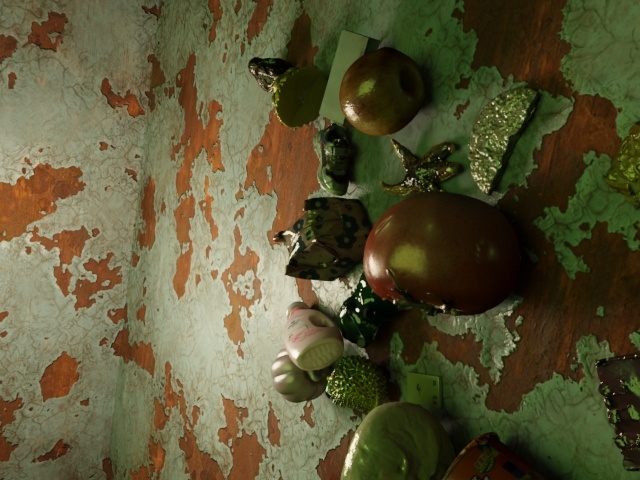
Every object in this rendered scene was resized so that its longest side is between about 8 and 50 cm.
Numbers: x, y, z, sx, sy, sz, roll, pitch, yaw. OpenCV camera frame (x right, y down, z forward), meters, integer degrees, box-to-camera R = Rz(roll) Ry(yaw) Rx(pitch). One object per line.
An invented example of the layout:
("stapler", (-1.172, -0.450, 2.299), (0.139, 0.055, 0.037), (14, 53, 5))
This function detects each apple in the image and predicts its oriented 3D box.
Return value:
("apple", (0.155, -0.370, 1.588), (0.188, 0.211, 0.211), (-12, 80, 50))

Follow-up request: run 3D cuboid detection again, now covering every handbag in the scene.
("handbag", (0.000, 0.000, 1.800), (0.251, 0.193, 0.190), (-45, 52, 42))
("handbag", (0.604, 0.292, 1.106), (0.216, 0.074, 0.203), (-31, 65, 50))

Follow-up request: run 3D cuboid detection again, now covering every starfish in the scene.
("starfish", (0.249, -0.174, 1.588), (0.238, 0.071, 0.216), (-30, 61, 38))

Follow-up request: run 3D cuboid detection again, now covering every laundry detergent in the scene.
("laundry detergent", (-0.035, 0.264, 1.841), (0.335, 0.159, 0.087), (-130, 21, -71))

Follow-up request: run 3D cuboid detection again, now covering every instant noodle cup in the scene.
("instant noodle cup", (0.373, 0.546, 1.282), (0.192, 0.250, 0.250), (25, 110, 40))

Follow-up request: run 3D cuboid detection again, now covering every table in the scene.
("table", (0.102, -0.439, 1.740), (0.121, 0.111, 0.240), (39, 119, 45))

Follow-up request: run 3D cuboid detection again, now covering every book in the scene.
("book", (0.262, 0.376, 1.598), (0.111, 0.014, 0.077), (-4, 84, 52))

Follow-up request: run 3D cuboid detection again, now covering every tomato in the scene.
("tomato", (0.250, 0.023, 1.373), (0.341, 0.341, 0.272), (-3, 73, 53))

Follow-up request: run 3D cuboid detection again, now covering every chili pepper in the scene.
("chili pepper", (0.118, 0.190, 1.697), (0.148, 0.116, 0.264), (46, 133, 12))

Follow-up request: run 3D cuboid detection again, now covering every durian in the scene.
("durian", (0.104, 0.379, 1.697), (0.198, 0.159, 0.146), (163, 121, -84))

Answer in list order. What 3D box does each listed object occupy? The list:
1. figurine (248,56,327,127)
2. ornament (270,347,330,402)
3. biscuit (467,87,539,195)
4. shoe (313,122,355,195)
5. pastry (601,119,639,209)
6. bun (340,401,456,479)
("figurine", (-0.114, -0.501, 2.021), (0.315, 0.168, 0.187), (-130, 41, -52))
("ornament", (-0.054, 0.392, 1.885), (0.177, 0.178, 0.177), (-1, 89, 53))
("biscuit", (0.391, -0.237, 1.425), (0.133, 0.032, 0.250), (47, 126, 44))
("shoe", (0.053, -0.242, 1.810), (0.125, 0.099, 0.227), (-40, 55, 48))
("pastry", (0.601, -0.157, 1.091), (0.154, 0.102, 0.250), (52, 126, 43))
("bun", (0.192, 0.556, 1.429), (0.213, 0.361, 0.361), (6, 94, 34))
